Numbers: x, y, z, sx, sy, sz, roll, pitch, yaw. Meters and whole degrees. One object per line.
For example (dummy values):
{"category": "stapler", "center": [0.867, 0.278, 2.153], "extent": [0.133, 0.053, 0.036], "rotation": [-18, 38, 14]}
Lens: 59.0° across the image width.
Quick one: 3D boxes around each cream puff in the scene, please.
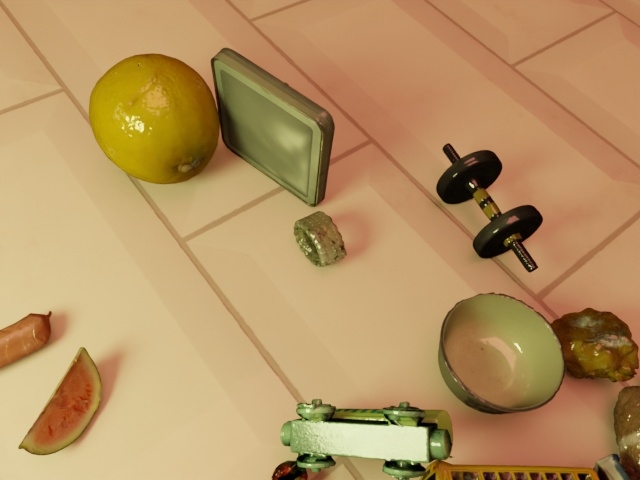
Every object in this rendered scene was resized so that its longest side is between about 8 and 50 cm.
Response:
{"category": "cream puff", "center": [0.488, 0.196, 1.011], "extent": [0.146, 0.116, 0.146], "rotation": [-18, 21, 7]}

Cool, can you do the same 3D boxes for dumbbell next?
{"category": "dumbbell", "center": [0.337, -0.073, 1.144], "extent": [0.143, 0.143, 0.325], "rotation": [-17, 61, -18]}

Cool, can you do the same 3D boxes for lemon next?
{"category": "lemon", "center": [-0.306, -0.221, 1.095], "extent": [0.240, 0.240, 0.219], "rotation": [-32, 69, -25]}

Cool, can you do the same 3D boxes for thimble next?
{"category": "thimble", "center": [0.000, 0.000, 1.083], "extent": [0.062, 0.084, 0.110], "rotation": [-27, 62, -24]}

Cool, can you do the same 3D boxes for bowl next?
{"category": "bowl", "center": [0.294, 0.207, 0.971], "extent": [0.211, 0.112, 0.211], "rotation": [4, 55, -5]}

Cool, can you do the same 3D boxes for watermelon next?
{"category": "watermelon", "center": [-0.403, 0.254, 0.873], "extent": [0.069, 0.087, 0.163], "rotation": [0, 49, 30]}

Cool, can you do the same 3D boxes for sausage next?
{"category": "sausage", "center": [-0.513, 0.171, 0.917], "extent": [0.169, 0.065, 0.065], "rotation": [-26, 64, -23]}

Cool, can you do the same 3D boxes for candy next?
{"category": "candy", "center": [-0.105, 0.385, 0.847], "extent": [0.185, 0.049, 0.055], "rotation": [-22, 31, -11]}

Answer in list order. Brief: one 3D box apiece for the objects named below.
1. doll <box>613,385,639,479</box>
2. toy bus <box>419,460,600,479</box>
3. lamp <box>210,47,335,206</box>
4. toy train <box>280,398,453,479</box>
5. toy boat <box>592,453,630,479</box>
{"category": "doll", "center": [0.554, 0.303, 0.947], "extent": [0.115, 0.105, 0.221], "rotation": [19, 58, 13]}
{"category": "toy bus", "center": [0.245, 0.407, 0.816], "extent": [0.331, 0.145, 0.151], "rotation": [5, 48, -9]}
{"category": "lamp", "center": [-0.095, -0.210, 1.100], "extent": [0.269, 0.266, 0.047], "rotation": [36, 63, 15]}
{"category": "toy train", "center": [0.074, 0.285, 0.829], "extent": [0.253, 0.157, 0.105], "rotation": [-8, 75, 26]}
{"category": "toy boat", "center": [0.472, 0.453, 0.828], "extent": [0.115, 0.114, 0.262], "rotation": [6, 64, 1]}
